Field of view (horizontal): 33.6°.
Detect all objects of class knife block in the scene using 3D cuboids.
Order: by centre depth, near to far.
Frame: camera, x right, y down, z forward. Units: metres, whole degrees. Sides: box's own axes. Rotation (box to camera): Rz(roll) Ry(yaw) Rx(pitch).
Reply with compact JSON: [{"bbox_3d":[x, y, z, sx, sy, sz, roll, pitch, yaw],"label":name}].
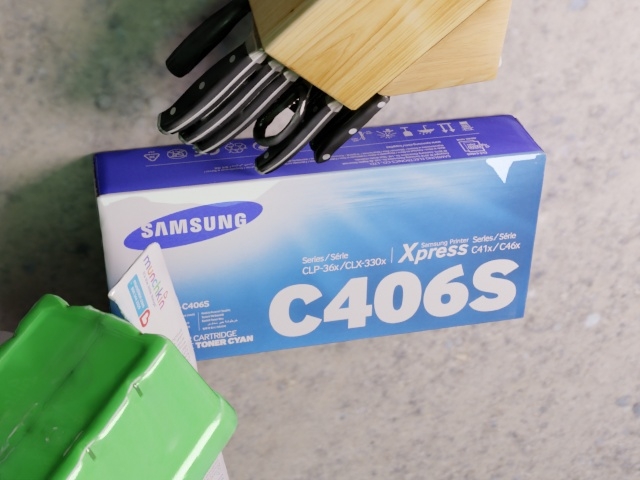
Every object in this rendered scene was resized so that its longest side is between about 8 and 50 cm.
[{"bbox_3d":[0.003,-0.166,0.701,0.242,0.088,0.275,-10,144,-10],"label":"knife block"}]

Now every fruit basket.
[{"bbox_3d":[-0.180,0.222,0.773,0.165,0.327,0.353,21,143,17],"label":"fruit basket"}]

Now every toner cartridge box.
[{"bbox_3d":[0.000,0.000,0.860,0.348,0.075,0.165,-7,122,-11],"label":"toner cartridge box"}]
